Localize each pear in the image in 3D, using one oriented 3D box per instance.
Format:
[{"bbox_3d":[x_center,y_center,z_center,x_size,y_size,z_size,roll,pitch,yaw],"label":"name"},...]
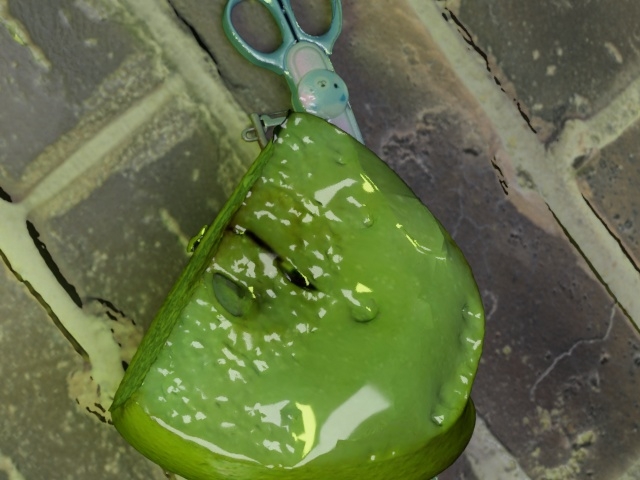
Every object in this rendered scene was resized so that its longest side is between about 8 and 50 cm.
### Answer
[{"bbox_3d":[0.002,0.105,1.558,0.318,0.238,0.342,31,67,-5],"label":"pear"}]

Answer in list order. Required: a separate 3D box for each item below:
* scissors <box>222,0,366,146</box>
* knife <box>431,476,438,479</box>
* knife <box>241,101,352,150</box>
[{"bbox_3d":[-0.001,-0.146,1.669,0.125,0.030,0.256,-22,85,-21],"label":"scissors"},{"bbox_3d":[0.082,0.377,1.732,0.043,0.020,0.293,15,84,-20],"label":"knife"},{"bbox_3d":[0.001,0.000,1.685,0.123,0.053,0.278,-11,93,-16],"label":"knife"}]
